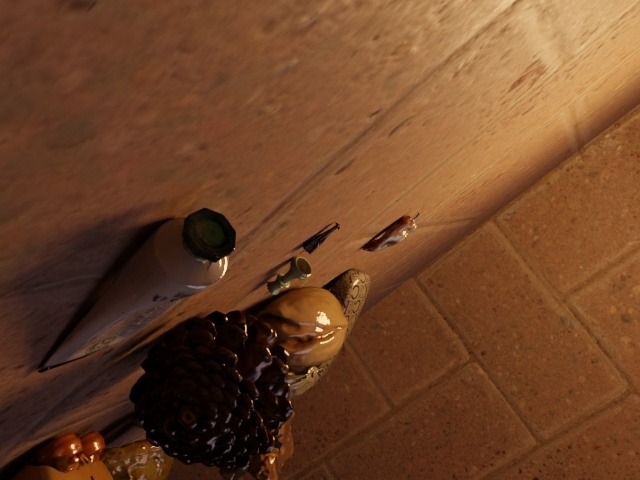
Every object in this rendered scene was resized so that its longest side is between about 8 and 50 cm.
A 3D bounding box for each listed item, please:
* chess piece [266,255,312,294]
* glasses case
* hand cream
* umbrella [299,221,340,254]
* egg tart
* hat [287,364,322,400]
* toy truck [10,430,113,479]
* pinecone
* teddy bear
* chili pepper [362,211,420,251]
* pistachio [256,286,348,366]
[{"bbox_3d":[-0.059,0.066,1.185,0.093,0.042,0.042,-36,171,33],"label":"chess piece"},{"bbox_3d":[0.025,0.234,1.764,0.137,0.085,0.354,7,112,-64],"label":"glasses case"},{"bbox_3d":[-0.196,0.067,0.725,0.121,0.076,0.336,-17,166,-45],"label":"hand cream"},{"bbox_3d":[-0.001,-0.002,1.124,0.083,0.020,0.031,-42,170,2],"label":"umbrella"},{"bbox_3d":[-0.455,0.550,1.586,0.319,0.128,0.319,-15,162,-5],"label":"egg tart"},{"bbox_3d":[-0.115,0.334,1.479,0.214,0.149,0.244,-5,127,-58],"label":"hat"},{"bbox_3d":[-0.477,0.489,1.258,0.212,0.204,0.288,-32,171,-6],"label":"toy truck"},{"bbox_3d":[-0.151,0.216,1.070,0.246,0.246,0.292,-40,-172,19],"label":"pinecone"},{"bbox_3d":[-0.175,0.459,1.620,0.296,0.222,0.246,76,29,-73],"label":"teddy bear"},{"bbox_3d":[0.166,-0.013,1.537,0.153,0.041,0.050,-36,127,1],"label":"chili pepper"},{"bbox_3d":[-0.038,0.179,1.417,0.181,0.162,0.293,0,-176,19],"label":"pistachio"}]
